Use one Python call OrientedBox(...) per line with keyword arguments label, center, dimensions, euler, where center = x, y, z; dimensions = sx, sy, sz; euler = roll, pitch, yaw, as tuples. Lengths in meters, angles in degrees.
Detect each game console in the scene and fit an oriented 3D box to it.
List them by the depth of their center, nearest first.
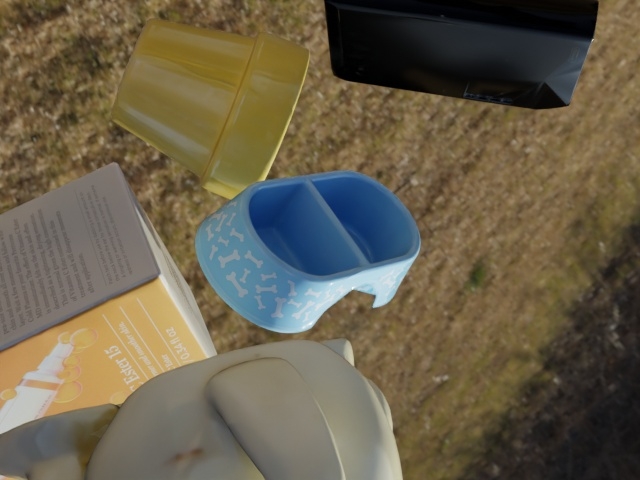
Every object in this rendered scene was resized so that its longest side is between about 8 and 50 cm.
OrientedBox(label="game console", center=(0.102, -0.204, 0.714), dimensions=(0.213, 0.044, 0.361), euler=(9, 160, 8))

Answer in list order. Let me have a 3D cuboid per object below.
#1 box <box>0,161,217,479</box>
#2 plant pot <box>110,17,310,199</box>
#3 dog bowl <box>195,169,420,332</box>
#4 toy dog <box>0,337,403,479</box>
OrientedBox(label="box", center=(-0.295, 0.114, 0.949), dimensions=(0.345, 0.168, 0.215), euler=(-26, 139, -4))
OrientedBox(label="plant pot", center=(-0.171, -0.211, 1.463), dimensions=(0.239, 0.254, 0.254), euler=(21, 122, -9))
OrientedBox(label="dog bowl", center=(0.000, 0.000, 1.089), dimensions=(0.297, 0.166, 0.074), euler=(-12, 150, -50))
OrientedBox(label="toy dog", center=(-0.011, 0.280, 0.644), dimensions=(0.285, 0.407, 0.395), euler=(-10, 169, -33))
